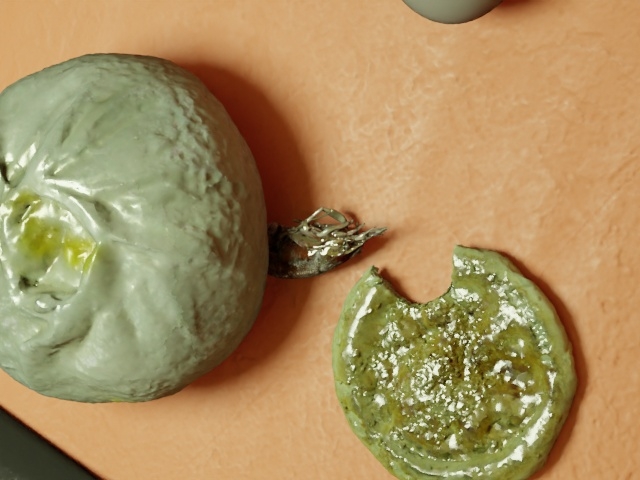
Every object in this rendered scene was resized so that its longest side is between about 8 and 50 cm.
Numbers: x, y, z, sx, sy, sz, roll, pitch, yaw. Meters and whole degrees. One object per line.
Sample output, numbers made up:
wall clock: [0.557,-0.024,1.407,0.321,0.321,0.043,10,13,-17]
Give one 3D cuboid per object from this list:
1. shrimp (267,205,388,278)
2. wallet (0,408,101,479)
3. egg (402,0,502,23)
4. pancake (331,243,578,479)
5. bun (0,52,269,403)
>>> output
shrimp: [0.000,0.000,1.343,0.165,0.056,0.065,-17,73,30]
wallet: [-0.346,0.275,1.482,0.250,0.044,0.149,32,75,20]
egg: [0.123,-0.296,1.236,0.146,0.146,0.199,7,87,23]
pancake: [0.124,0.128,1.304,0.253,0.037,0.254,0,90,23]
bun: [-0.222,-0.009,1.347,0.362,0.211,0.362,1,91,30]
